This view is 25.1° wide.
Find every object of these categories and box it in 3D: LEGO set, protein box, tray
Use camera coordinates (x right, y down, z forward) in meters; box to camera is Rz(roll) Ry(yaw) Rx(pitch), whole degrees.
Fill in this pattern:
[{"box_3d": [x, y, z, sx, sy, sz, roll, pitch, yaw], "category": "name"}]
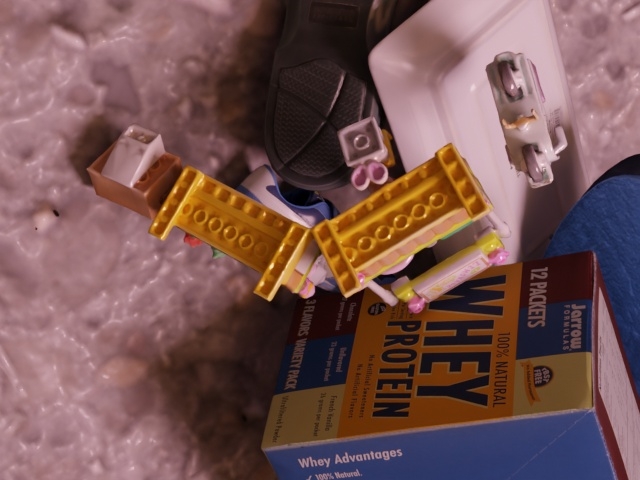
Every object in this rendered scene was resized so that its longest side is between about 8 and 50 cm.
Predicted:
[{"box_3d": [0.008, -0.013, 0.854, 0.107, 0.287, 0.132, 37, 46, -62], "category": "LEGO set"}, {"box_3d": [0.098, 0.138, 0.906, 0.200, 0.136, 0.201, -10, 127, 19], "category": "protein box"}, {"box_3d": [0.124, -0.058, 0.948, 0.145, 0.030, 0.270, -42, 136, -19], "category": "tray"}]

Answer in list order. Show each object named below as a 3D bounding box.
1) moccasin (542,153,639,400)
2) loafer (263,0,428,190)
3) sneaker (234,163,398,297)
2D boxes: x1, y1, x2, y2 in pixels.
[{"box_3d": [0.221, 0.067, 1.014, 0.117, 0.138, 0.342, -36, 145, -33], "category": "moccasin"}, {"box_3d": [0.027, -0.162, 0.913, 0.096, 0.084, 0.267, 17, 95, 15], "category": "loafer"}, {"box_3d": [0.000, 0.000, 0.943, 0.144, 0.053, 0.059, 27, 88, -30], "category": "sneaker"}]
